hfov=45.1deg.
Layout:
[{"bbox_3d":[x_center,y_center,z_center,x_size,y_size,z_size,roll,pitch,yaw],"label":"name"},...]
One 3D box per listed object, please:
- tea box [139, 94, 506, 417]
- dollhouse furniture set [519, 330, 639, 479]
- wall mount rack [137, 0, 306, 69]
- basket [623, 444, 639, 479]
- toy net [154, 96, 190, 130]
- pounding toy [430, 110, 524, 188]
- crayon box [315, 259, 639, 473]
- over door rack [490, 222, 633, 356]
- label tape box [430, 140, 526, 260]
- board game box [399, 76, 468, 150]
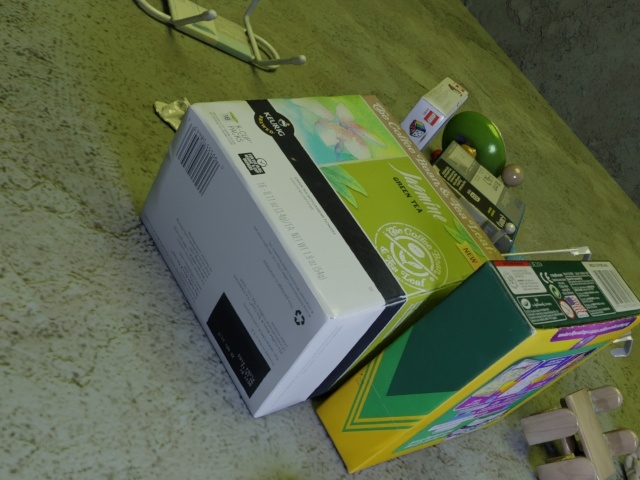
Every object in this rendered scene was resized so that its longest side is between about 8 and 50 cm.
[{"bbox_3d":[0.000,0.000,1.006,0.323,0.220,0.329,-12,59,-42],"label":"tea box"},{"bbox_3d":[0.435,0.254,1.234,0.212,0.161,0.242,-1,70,-51],"label":"dollhouse furniture set"},{"bbox_3d":[-0.182,-0.434,1.516,0.350,0.130,0.304,17,38,-36],"label":"wall mount rack"},{"bbox_3d":[0.715,0.436,1.227,0.266,0.328,0.331,33,31,-11],"label":"basket"},{"bbox_3d":[-0.165,-0.191,1.296,0.232,0.045,0.122,28,32,-22],"label":"toy net"},{"bbox_3d":[0.347,-0.182,1.812,0.110,0.183,0.237,-26,72,-32],"label":"pounding toy"},{"bbox_3d":[0.221,0.156,1.018,0.362,0.313,0.106,2,51,-49],"label":"crayon box"},{"bbox_3d":[0.409,0.087,1.439,0.324,0.108,0.240,4,46,-14],"label":"over door rack"},{"bbox_3d":[0.356,-0.046,1.666,0.333,0.106,0.240,42,30,1],"label":"label tape box"},{"bbox_3d":[0.115,-0.124,1.276,0.053,0.305,0.193,41,28,3],"label":"board game box"}]
